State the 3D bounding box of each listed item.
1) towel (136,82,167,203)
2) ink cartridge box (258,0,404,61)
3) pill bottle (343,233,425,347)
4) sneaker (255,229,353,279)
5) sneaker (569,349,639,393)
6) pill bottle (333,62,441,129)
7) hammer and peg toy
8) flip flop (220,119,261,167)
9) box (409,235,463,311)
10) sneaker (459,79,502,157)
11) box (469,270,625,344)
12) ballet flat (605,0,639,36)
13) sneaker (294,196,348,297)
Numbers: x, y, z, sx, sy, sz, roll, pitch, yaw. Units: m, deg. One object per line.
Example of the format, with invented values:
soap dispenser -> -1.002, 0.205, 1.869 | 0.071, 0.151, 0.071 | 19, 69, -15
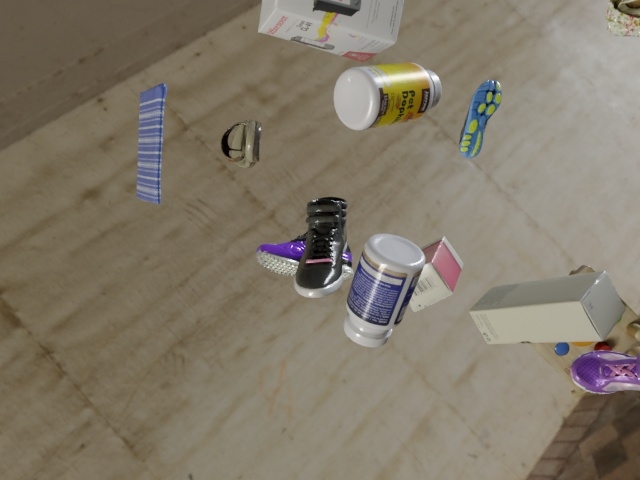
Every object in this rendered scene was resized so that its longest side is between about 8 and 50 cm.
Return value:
towel -> -0.492, -0.282, 1.713 | 0.040, 0.335, 0.243 | 1, 7, -29
ink cartridge box -> 0.019, -0.560, 1.446 | 0.226, 0.307, 0.131 | -161, 80, -73
pill bottle -> 0.151, 0.129, 1.462 | 0.153, 0.153, 0.264 | -36, -32, -55
sneaker -> -0.043, 0.024, 1.682 | 0.102, 0.294, 0.146 | 143, 134, -60
sneaker -> 0.655, 0.276, 1.227 | 0.104, 0.237, 0.095 | 55, -140, -67
pill bottle -> 0.138, -0.286, 1.148 | 0.215, 0.117, 0.117 | -18, -20, -37
hammer and peg toy -> 0.716, 0.273, 1.534 | 0.266, 0.361, 0.127 | -44, 9, 7
flip flop -> -0.181, -0.215, 1.300 | 0.080, 0.112, 0.277 | -3, 9, -12
box -> 0.353, 0.104, 1.886 | 0.149, 0.126, 0.232 | -32, 7, 29
sneaker -> 0.369, -0.288, 1.380 | 0.078, 0.067, 0.188 | -98, 25, -75
box -> 0.444, 0.140, 1.171 | 0.113, 0.094, 0.275 | -36, 10, -30
ballet flat -> 0.588, -0.390, 0.999 | 0.091, 0.077, 0.241 | -40, 30, -11
sneaker -> 0.000, 0.000, 1.230 | 0.295, 0.105, 0.146 | -70, -23, -63
